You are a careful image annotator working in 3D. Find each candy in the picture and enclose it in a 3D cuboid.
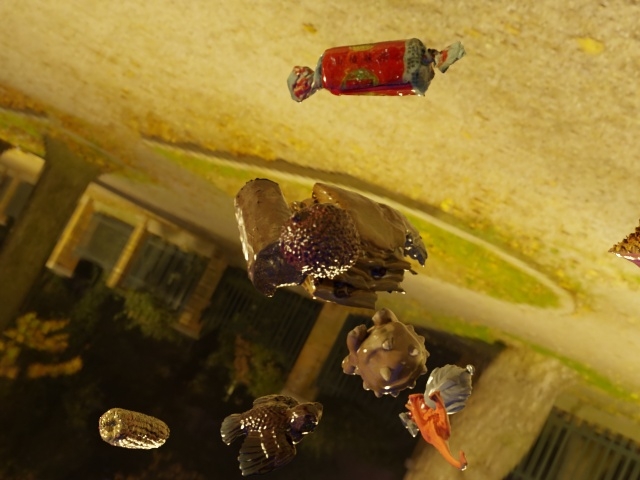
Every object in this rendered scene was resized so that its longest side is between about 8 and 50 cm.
[{"bbox_3d":[0.081,-0.258,1.365,0.292,0.086,0.059,0,175,25],"label":"candy"}]

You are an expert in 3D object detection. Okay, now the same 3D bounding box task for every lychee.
[{"bbox_3d":[0.003,0.000,1.404,0.129,0.123,0.123,33,172,-9],"label":"lychee"}]

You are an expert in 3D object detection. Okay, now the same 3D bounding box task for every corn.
[{"bbox_3d":[-0.434,0.449,2.120,0.086,0.086,0.253,24,172,22],"label":"corn"}]

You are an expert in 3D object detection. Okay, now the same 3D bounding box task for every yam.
[{"bbox_3d":[-0.096,-0.007,1.735,0.129,0.128,0.238,26,-156,-27],"label":"yam"}]

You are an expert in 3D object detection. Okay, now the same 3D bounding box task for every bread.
[{"bbox_3d":[0.098,0.002,2.094,0.370,0.191,0.314,4,-147,-32],"label":"bread"}]

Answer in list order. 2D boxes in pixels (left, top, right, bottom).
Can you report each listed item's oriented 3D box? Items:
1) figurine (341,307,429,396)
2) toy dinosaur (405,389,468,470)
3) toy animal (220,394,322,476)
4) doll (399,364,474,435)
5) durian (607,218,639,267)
[{"bbox_3d":[0.157,0.275,2.070,0.173,0.177,0.247,52,152,21],"label":"figurine"},{"bbox_3d":[0.177,0.282,1.388,0.279,0.055,0.101,-154,44,-88],"label":"toy dinosaur"},{"bbox_3d":[-0.090,0.346,1.696,0.116,0.179,0.218,44,-155,-14],"label":"toy animal"},{"bbox_3d":[0.222,0.294,1.688,0.079,0.180,0.094,26,-157,-54],"label":"doll"},{"bbox_3d":[0.643,0.042,1.481,0.260,0.153,0.186,31,-175,-41],"label":"durian"}]
